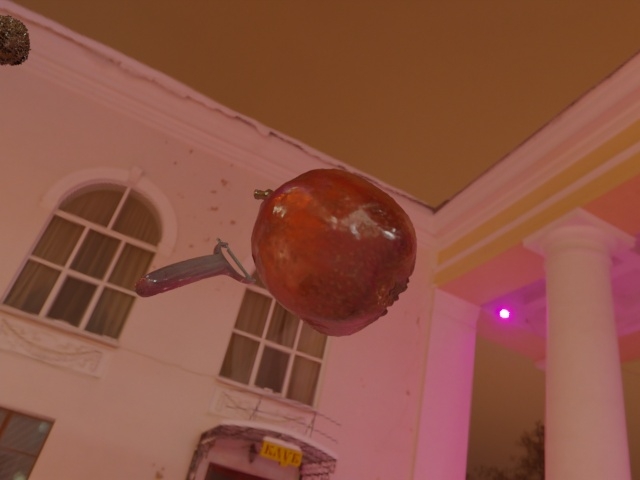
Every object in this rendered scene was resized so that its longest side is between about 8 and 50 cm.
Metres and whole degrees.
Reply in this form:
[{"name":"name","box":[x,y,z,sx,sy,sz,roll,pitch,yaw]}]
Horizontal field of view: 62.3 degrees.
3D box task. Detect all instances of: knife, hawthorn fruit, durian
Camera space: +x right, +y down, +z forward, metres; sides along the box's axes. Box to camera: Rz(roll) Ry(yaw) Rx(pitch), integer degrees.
[{"name":"knife","box":[-0.231,0.048,0.989,0.123,0.278,0.053,47,-65,16]},{"name":"hawthorn fruit","box":[0.000,0.000,0.698,0.253,0.205,0.205,35,-28,15]},{"name":"durian","box":[-0.496,-0.319,0.832,0.080,0.091,0.080,-4,-15,-1]}]
